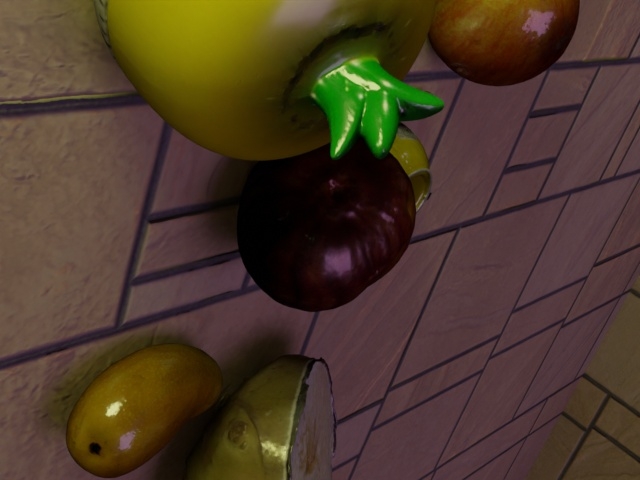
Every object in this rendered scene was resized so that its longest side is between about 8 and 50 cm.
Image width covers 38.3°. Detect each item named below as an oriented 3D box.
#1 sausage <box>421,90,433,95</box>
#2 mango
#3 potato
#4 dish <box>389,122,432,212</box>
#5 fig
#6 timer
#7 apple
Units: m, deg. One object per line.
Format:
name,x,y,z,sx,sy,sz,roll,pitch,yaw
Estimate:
sausage,0.102,-0.169,1.139,0.107,0.031,0.031,-11,130,-50
mango,-0.190,0.182,1.033,0.227,0.099,0.136,-21,134,-55
potato,-0.092,0.300,1.220,0.246,0.196,0.300,-7,99,-77
dish,0.084,-0.069,1.171,0.207,0.080,0.149,-22,137,-45
fig,-0.011,-0.011,1.032,0.204,0.186,0.249,-55,-174,-24
timer,-0.015,-0.160,0.702,0.285,0.285,0.285,-35,146,-29
apple,0.223,-0.269,1.102,0.195,0.160,0.173,-25,162,-30
